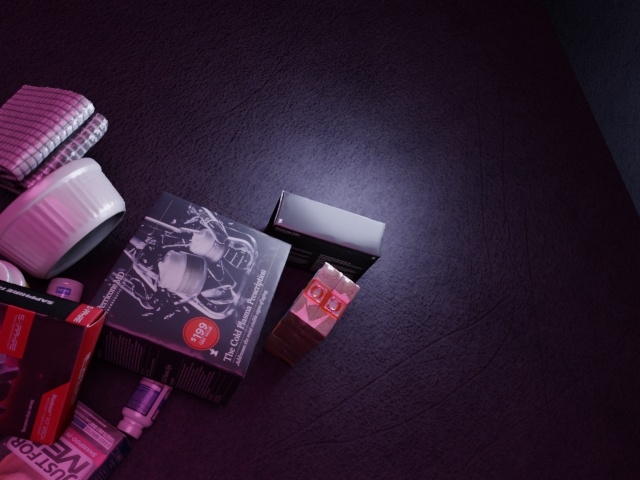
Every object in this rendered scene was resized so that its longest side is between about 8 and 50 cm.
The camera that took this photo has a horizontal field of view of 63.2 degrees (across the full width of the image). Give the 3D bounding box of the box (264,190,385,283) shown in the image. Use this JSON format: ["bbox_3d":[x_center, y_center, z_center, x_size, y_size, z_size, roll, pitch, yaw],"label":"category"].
[{"bbox_3d":[0.000,0.000,1.276,0.262,0.184,0.103,18,62,-10],"label":"box"}]

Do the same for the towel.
[{"bbox_3d":[-0.632,-0.215,1.147,0.284,0.121,0.235,15,61,35],"label":"towel"}]

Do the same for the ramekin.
[{"bbox_3d":[-0.531,-0.037,1.083,0.127,0.273,0.273,47,60,-9],"label":"ramekin"}]

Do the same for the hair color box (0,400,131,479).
[{"bbox_3d":[-0.523,0.451,0.910,0.174,0.105,0.347,32,56,10],"label":"hair color box"}]

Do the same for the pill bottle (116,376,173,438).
[{"bbox_3d":[-0.361,0.339,1.065,0.067,0.067,0.120,30,60,-3],"label":"pill bottle"}]

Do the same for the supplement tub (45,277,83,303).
[{"bbox_3d":[-0.548,0.140,1.096,0.071,0.071,0.107,10,64,-14],"label":"supplement tub"}]

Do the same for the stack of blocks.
[{"bbox_3d":[-0.019,0.155,1.131,0.087,0.297,0.171,36,61,1],"label":"stack of blocks"}]

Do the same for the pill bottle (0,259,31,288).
[{"bbox_3d":[-0.622,0.111,1.001,0.118,0.215,0.117,7,64,-15],"label":"pill bottle"}]

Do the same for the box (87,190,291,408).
[{"bbox_3d":[-0.270,0.118,1.099,0.313,0.179,0.343,22,49,-6],"label":"box"}]

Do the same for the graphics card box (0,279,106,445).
[{"bbox_3d":[-0.579,0.175,0.858,0.371,0.094,0.232,20,101,-8],"label":"graphics card box"}]
